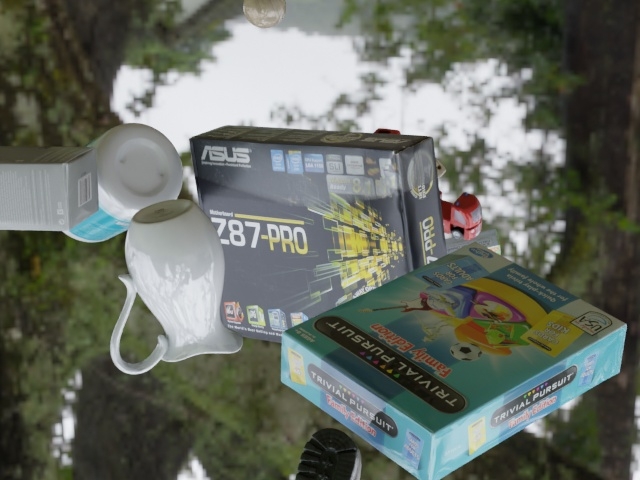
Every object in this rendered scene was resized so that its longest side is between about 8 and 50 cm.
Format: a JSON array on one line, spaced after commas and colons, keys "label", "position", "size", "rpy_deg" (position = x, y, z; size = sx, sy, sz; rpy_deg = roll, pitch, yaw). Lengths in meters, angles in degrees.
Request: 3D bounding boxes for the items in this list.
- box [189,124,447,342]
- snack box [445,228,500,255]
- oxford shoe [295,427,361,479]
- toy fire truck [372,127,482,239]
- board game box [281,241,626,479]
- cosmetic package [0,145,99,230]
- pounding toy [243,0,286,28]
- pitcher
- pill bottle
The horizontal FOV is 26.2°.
[{"label": "box", "position": [0.000, 0.000, 1.990], "size": [0.395, 0.318, 0.097], "rpy_deg": [8, -159, 39]}, {"label": "snack box", "position": [0.241, 0.028, 2.397], "size": [0.141, 0.037, 0.100], "rpy_deg": [-12, 156, 3]}, {"label": "oxford shoe", "position": [-0.005, 0.327, 1.529], "size": [0.083, 0.227, 0.096], "rpy_deg": [22, 170, 21]}, {"label": "toy fire truck", "position": [0.158, -0.086, 2.098], "size": [0.192, 0.135, 0.047], "rpy_deg": [20, -136, 26]}, {"label": "board game box", "position": [0.161, 0.134, 1.656], "size": [0.336, 0.079, 0.254], "rpy_deg": [-23, -142, -36]}, {"label": "cosmetic package", "position": [-0.436, -0.074, 1.890], "size": [0.238, 0.107, 0.127], "rpy_deg": [3, -164, 8]}, {"label": "pounding toy", "position": [-0.039, -0.392, 1.676], "size": [0.110, 0.237, 0.183], "rpy_deg": [31, -154, -17]}, {"label": "pitcher", "position": [-0.205, 0.064, 1.797], "size": [0.178, 0.207, 0.125], "rpy_deg": [-20, -157, -20]}, {"label": "pill bottle", "position": [-0.330, -0.080, 2.111], "size": [0.146, 0.146, 0.264], "rpy_deg": [-15, 177, -35]}]
